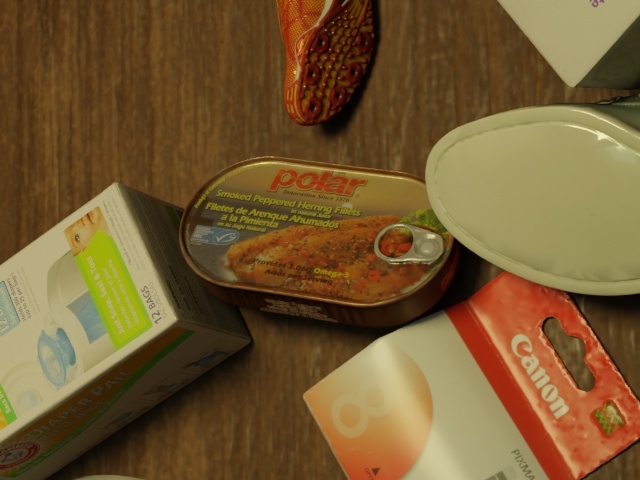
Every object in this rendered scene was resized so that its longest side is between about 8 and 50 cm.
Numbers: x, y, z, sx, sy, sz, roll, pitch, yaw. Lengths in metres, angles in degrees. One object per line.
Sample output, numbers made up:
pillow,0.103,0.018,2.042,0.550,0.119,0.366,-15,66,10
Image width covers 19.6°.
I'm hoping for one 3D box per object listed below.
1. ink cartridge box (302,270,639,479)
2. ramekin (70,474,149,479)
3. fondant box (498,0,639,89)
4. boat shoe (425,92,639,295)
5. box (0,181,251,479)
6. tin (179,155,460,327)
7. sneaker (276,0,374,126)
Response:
ink cartridge box,0.095,0.109,1.164,0.179,0.045,0.145,-39,66,18
ramekin,-0.103,0.256,1.120,0.272,0.273,0.127,8,48,28
fondant box,0.153,-0.289,1.116,0.238,0.096,0.330,-49,65,30
boat shoe,0.220,-0.036,1.112,0.319,0.099,0.116,0,107,31
box,-0.170,0.069,1.270,0.203,0.103,0.114,-34,67,17
tin,0.000,0.000,1.213,0.189,0.040,0.106,9,63,23
sneaker,-0.001,-0.160,1.266,0.067,0.064,0.175,-5,71,46
